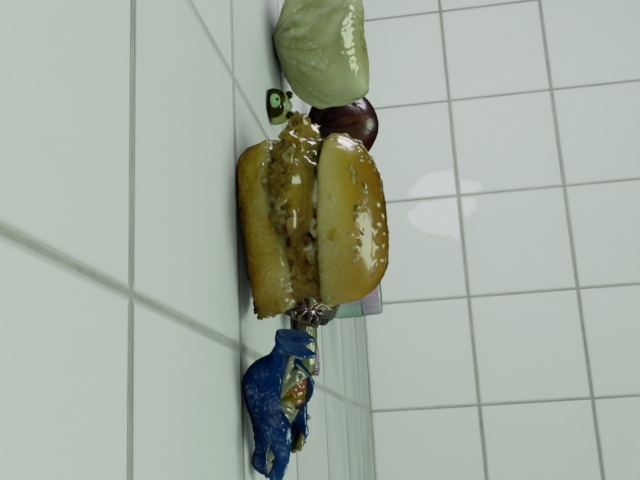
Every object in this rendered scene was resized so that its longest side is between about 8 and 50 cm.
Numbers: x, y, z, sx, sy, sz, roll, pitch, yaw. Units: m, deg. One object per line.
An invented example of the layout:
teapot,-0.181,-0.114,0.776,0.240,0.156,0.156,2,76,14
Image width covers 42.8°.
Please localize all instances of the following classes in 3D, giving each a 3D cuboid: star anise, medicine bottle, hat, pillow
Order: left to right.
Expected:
hat,-0.088,-0.305,1.851,0.076,0.059,0.077,83,1,-50
pillow,-0.033,0.213,1.928,0.119,0.053,0.208,51,34,-84
star anise,-0.031,0.244,1.815,0.218,0.148,0.227,40,-65,53
medicine bottle,0.111,0.181,2.619,0.135,0.168,0.135,-5,90,-82

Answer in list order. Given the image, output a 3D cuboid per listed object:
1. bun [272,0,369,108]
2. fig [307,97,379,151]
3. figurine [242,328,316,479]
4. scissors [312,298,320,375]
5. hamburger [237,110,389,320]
bun,0.004,-0.497,2.027,0.349,0.227,0.353,66,23,-69
fig,0.059,-0.340,2.431,0.214,0.235,0.235,29,46,-34
figurine,-0.077,0.279,1.376,0.164,0.120,0.262,39,62,-81
scissors,-0.014,0.253,2.186,0.110,0.021,0.212,76,12,-61
hamburger,-0.016,-0.080,1.511,0.445,0.268,0.287,-82,161,-55
